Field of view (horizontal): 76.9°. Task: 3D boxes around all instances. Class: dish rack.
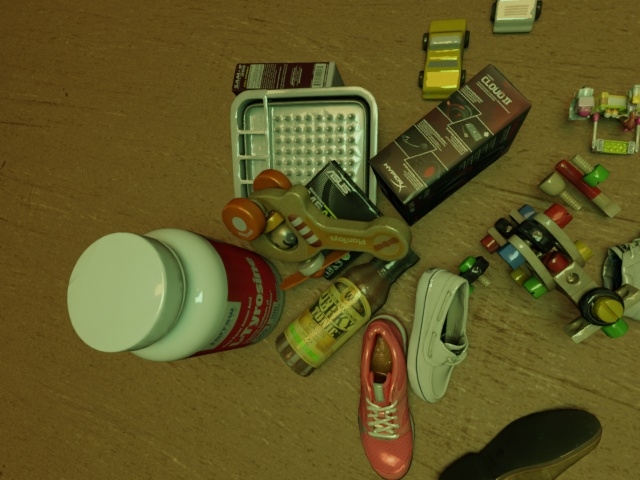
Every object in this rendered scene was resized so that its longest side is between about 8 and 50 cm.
[{"bbox_3d":[-0.033,-0.186,0.901,0.332,0.072,0.286,4,103,17],"label":"dish rack"}]

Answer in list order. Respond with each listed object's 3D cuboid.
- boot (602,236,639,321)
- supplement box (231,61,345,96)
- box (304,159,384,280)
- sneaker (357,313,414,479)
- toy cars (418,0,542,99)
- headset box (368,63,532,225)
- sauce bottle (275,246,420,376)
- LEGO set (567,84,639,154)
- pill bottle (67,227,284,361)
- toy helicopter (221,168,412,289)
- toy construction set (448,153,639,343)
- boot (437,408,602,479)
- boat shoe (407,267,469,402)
[{"bbox_3d":[0.583,0.017,0.710,0.123,0.095,0.259,11,84,12],"label":"boot"},{"bbox_3d":[-0.069,-0.350,0.944,0.239,0.130,0.073,7,83,18],"label":"supplement box"},{"bbox_3d":[0.024,-0.040,0.860,0.184,0.045,0.191,-40,90,24],"label":"box"},{"bbox_3d":[0.113,0.302,0.776,0.115,0.136,0.315,-5,79,16],"label":"sneaker"},{"bbox_3d":[0.347,-0.481,0.869,0.393,0.087,0.176,-43,73,5],"label":"toy cars"},{"bbox_3d":[0.252,-0.174,0.775,0.293,0.218,0.110,-38,74,6],"label":"headset box"},{"bbox_3d":[0.057,0.130,0.836,0.344,0.111,0.111,-46,72,4],"label":"sauce bottle"},{"bbox_3d":[0.611,-0.218,0.729,0.286,0.132,0.107,6,89,25],"label":"LEGO set"},{"bbox_3d":[-0.241,0.104,0.769,0.228,0.407,0.230,-3,80,16],"label":"pill bottle"},{"bbox_3d":[0.000,0.000,0.776,0.354,0.235,0.140,6,40,27],"label":"toy helicopter"},{"bbox_3d":[0.434,0.027,0.703,0.237,0.257,0.309,44,78,7],"label":"toy construction set"},{"bbox_3d":[0.366,0.412,0.717,0.305,0.112,0.115,-37,92,11],"label":"boot"},{"bbox_3d":[0.229,0.187,0.747,0.088,0.096,0.268,17,105,54],"label":"boat shoe"}]
